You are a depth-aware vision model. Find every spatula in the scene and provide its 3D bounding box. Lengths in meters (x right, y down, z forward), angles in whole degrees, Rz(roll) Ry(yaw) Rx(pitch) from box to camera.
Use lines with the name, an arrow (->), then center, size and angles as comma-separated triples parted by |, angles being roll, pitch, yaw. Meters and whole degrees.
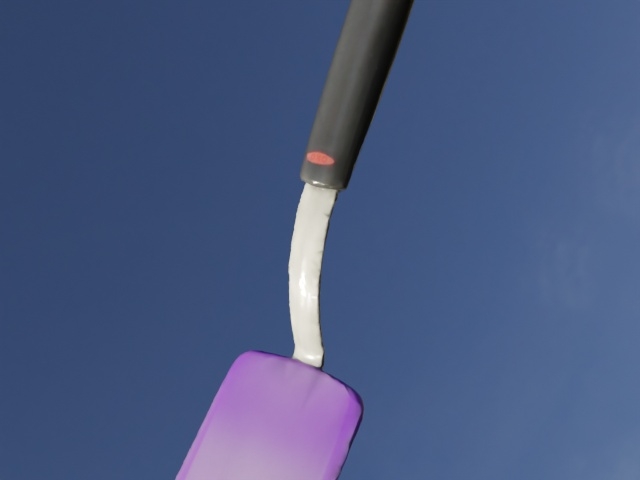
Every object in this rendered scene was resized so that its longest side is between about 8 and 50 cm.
spatula -> 0.000, 0.000, 0.562 | 0.030, 0.084, 0.296 | 11, -85, -52
